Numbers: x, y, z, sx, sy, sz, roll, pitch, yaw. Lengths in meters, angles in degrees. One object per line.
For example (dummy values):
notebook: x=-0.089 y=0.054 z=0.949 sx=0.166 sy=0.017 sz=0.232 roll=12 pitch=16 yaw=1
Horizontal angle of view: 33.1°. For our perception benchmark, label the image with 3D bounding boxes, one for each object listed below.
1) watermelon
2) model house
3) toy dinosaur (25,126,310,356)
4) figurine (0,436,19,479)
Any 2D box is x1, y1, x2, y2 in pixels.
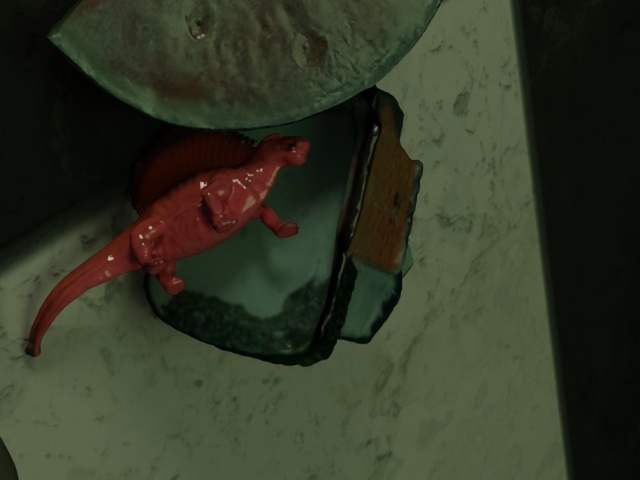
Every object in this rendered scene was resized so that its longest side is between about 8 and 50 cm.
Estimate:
watermelon: x=-0.067 y=-0.213 z=0.865 sx=0.319 sy=0.148 sz=0.226 roll=-12 pitch=112 yaw=-14
model house: x=0.000 y=0.000 z=1.032 sx=0.291 sy=0.185 sz=0.253 roll=29 pitch=73 yaw=-63
toy dinosaur: x=-0.141 y=-0.026 z=0.897 sx=0.286 sy=0.138 sz=0.070 roll=-28 pitch=151 yaw=6
figurine: x=-0.340 y=0.142 z=0.649 sx=0.381 sy=0.248 sz=0.203 roll=35 pitch=94 yaw=-36
